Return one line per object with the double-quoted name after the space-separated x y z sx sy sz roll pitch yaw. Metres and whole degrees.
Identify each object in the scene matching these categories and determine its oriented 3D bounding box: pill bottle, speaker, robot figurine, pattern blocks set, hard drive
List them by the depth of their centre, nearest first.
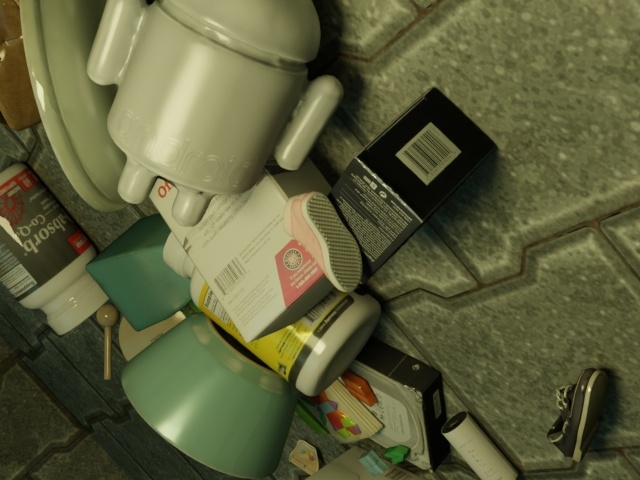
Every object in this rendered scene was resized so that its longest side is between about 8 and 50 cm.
-0.127 -0.195 1.151 0.300 0.200 0.353 22 109 -13 "robot figurine"
-0.084 0.079 1.530 0.334 0.188 0.188 37 150 16 "pill bottle"
0.258 0.344 1.553 0.136 0.055 0.055 49 151 -6 "speaker"
0.065 0.250 1.680 0.339 0.064 0.237 26 145 33 "hard drive"
0.016 0.289 1.698 0.325 0.026 0.285 41 150 10 "pattern blocks set"
-0.640 0.022 2.156 0.363 0.210 0.210 52 150 -12 "pill bottle"

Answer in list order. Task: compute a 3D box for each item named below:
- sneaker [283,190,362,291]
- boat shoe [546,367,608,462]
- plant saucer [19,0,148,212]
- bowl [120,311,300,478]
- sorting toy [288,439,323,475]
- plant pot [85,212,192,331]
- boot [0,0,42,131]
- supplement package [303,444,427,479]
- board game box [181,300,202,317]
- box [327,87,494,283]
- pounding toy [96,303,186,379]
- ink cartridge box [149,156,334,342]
0.000 0.000 1.154 0.070 0.051 0.134 4 126 54 "sneaker"
0.340 0.231 1.289 0.065 0.075 0.206 26 150 26 "boat shoe"
-0.285 -0.240 1.316 0.101 0.400 0.400 -8 132 6 "plant saucer"
-0.156 0.232 1.592 0.311 0.163 0.311 33 -168 -8 "bowl"
-0.027 0.473 2.100 0.083 0.045 0.075 28 139 30 "sorting toy"
-0.284 0.042 1.780 0.234 0.165 0.165 -19 112 50 "plant pot"
-0.535 -0.318 1.610 0.112 0.115 0.305 27 144 37 "boot"
0.101 0.538 1.815 0.262 0.204 0.145 18 120 41 "supplement package"
-0.205 0.151 1.932 0.259 0.039 0.124 -10 119 53 "board game box"
0.091 -0.061 1.164 0.108 0.153 0.207 44 150 4 "box"
-0.367 0.209 2.123 0.237 0.110 0.183 -6 95 13 "pounding toy"
-0.090 -0.034 1.344 0.207 0.117 0.283 -44 75 35 "ink cartridge box"
